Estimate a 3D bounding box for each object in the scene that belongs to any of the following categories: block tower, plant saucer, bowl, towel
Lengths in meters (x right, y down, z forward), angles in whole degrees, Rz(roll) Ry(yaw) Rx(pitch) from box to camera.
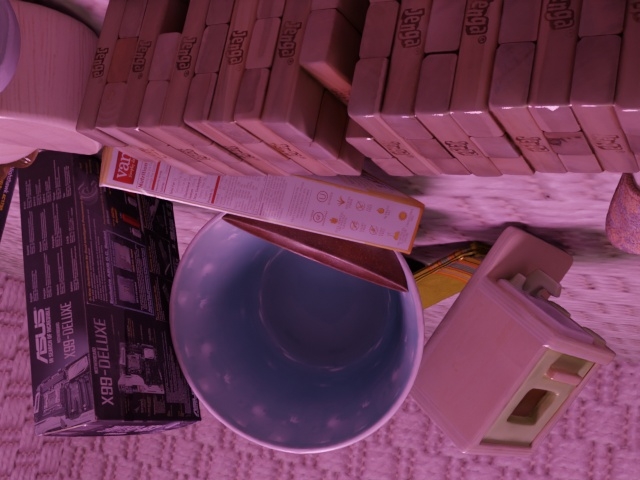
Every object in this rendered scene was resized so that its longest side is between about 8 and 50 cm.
[{"bbox_3d":[0.026,-0.089,0.391,0.335,0.097,0.091,5,169,31],"label":"block tower"},{"bbox_3d":[0.000,0.000,0.729,0.198,0.036,0.198,21,176,1],"label":"plant saucer"},{"bbox_3d":[-0.014,0.088,0.923,0.311,0.312,0.163,6,-171,15],"label":"bowl"},{"bbox_3d":[0.165,0.067,1.048,0.102,0.021,0.237,18,145,-35],"label":"towel"}]

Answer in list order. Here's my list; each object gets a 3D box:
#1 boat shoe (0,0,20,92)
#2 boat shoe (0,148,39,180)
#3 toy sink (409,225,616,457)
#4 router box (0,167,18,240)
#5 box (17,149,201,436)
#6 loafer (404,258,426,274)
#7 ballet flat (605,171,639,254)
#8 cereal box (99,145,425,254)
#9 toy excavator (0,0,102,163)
[{"bbox_3d":[-0.300,-0.134,0.385,0.306,0.113,0.105,13,176,-3],"label":"boat shoe"},{"bbox_3d":[-0.327,-0.103,0.768,0.056,0.048,0.153,29,155,-27],"label":"boat shoe"},{"bbox_3d":[0.236,0.126,0.858,0.152,0.234,0.131,20,-162,-44],"label":"toy sink"},{"bbox_3d":[-0.446,-0.028,0.873,0.046,0.179,0.133,5,170,33],"label":"router box"},{"bbox_3d":[-0.243,0.071,0.871,0.076,0.308,0.242,-15,164,13],"label":"box"},{"bbox_3d":[0.101,0.056,1.155,0.078,0.080,0.220,13,169,41],"label":"loafer"},{"bbox_3d":[0.237,-0.068,0.360,0.106,0.108,0.316,33,157,-15],"label":"ballet flat"},{"bbox_3d":[-0.056,-0.054,0.605,0.240,0.047,0.173,12,-167,-17],"label":"cereal box"},{"bbox_3d":[-0.400,-0.081,0.616,0.445,0.222,0.433,-3,171,-12],"label":"toy excavator"}]
